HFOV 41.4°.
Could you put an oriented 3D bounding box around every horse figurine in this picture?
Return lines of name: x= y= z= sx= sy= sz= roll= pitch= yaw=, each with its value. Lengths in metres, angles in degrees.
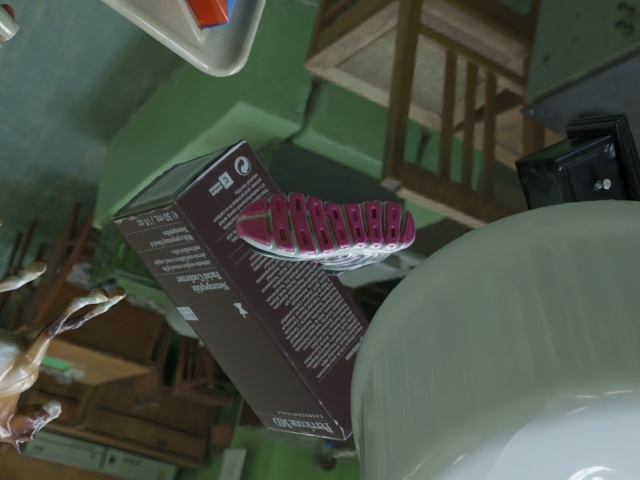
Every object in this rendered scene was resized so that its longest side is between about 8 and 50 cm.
horse figurine: x=-0.266 y=0.076 z=0.671 sx=0.066 sy=0.174 sz=0.263 roll=51 pitch=-178 yaw=28

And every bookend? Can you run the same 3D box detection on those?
bookend: x=0.211 y=-0.012 z=0.750 sx=0.156 sy=0.157 sz=0.072 roll=-23 pitch=-169 yaw=-21

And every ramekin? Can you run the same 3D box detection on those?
ramekin: x=0.148 y=0.131 z=0.442 sx=0.277 sy=0.135 sz=0.277 roll=3 pitch=120 yaw=6

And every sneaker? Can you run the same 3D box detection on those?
sneaker: x=0.000 y=0.000 z=0.782 sx=0.170 sy=0.063 sz=0.075 roll=0 pitch=153 yaw=-24

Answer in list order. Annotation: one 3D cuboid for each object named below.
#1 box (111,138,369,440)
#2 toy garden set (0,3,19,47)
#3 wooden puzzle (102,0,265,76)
box: x=-0.084 y=0.073 z=1.110 sx=0.191 sy=0.143 sz=0.381 roll=-10 pitch=120 yaw=53
toy garden set: x=-0.400 y=-0.197 z=0.910 sx=0.203 sy=0.244 sz=0.049 roll=8 pitch=151 yaw=35
wooden puzzle: x=-0.161 y=-0.393 z=0.895 sx=0.080 sy=0.322 sz=0.347 roll=2 pitch=161 yaw=45
